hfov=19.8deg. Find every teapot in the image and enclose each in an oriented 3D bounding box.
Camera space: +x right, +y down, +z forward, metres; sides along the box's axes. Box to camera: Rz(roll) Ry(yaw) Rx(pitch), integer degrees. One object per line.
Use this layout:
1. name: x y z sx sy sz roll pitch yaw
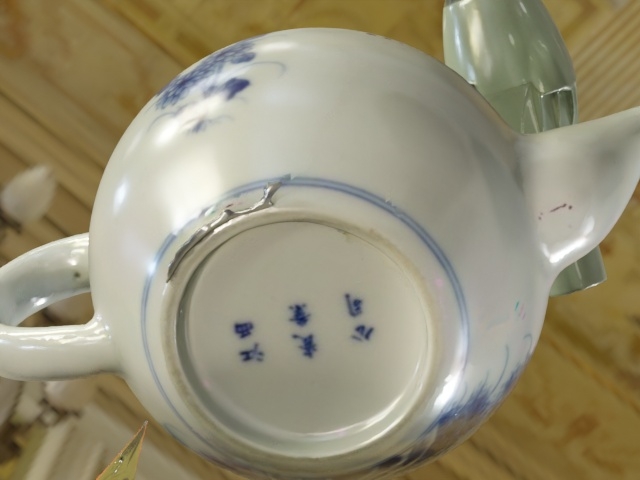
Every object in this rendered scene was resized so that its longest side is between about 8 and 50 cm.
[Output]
1. teapot: 0.000 0.000 1.027 0.280 0.424 0.252 -78 -28 -68

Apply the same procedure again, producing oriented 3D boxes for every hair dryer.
1. hair dryer: 0.110 -0.046 1.328 0.092 0.267 0.229 -22 -101 -36

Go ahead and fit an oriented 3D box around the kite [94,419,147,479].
1. kite: -0.241 0.303 1.677 0.013 0.327 0.377 33 -175 11
